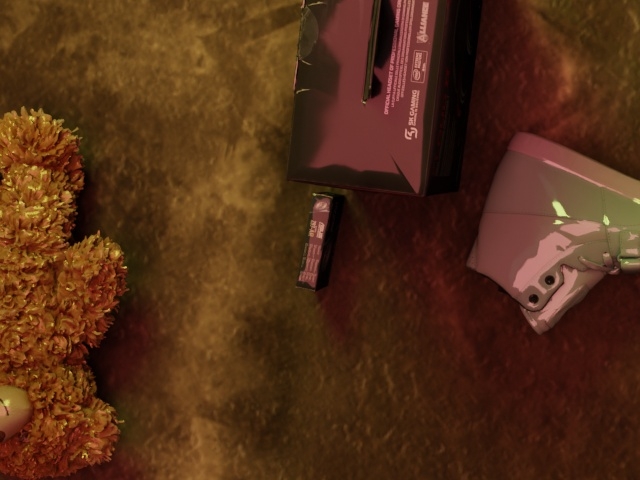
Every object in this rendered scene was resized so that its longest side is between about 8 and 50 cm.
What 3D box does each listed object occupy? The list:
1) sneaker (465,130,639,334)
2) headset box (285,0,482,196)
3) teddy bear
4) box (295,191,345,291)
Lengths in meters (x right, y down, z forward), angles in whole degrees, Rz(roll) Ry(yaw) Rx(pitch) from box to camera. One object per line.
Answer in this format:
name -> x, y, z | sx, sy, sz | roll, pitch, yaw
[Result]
sneaker -> 0.247, 0.026, 1.258 | 0.256, 0.094, 0.151 | 25, 91, 18
headset box -> 0.056, -0.147, 1.185 | 0.110, 0.293, 0.218 | 7, 93, 10
teddy bear -> -0.279, 0.049, 1.349 | 0.245, 0.113, 0.338 | 9, 94, 12
box -> 0.000, 0.000, 1.317 | 0.018, 0.067, 0.083 | 11, 94, 9
